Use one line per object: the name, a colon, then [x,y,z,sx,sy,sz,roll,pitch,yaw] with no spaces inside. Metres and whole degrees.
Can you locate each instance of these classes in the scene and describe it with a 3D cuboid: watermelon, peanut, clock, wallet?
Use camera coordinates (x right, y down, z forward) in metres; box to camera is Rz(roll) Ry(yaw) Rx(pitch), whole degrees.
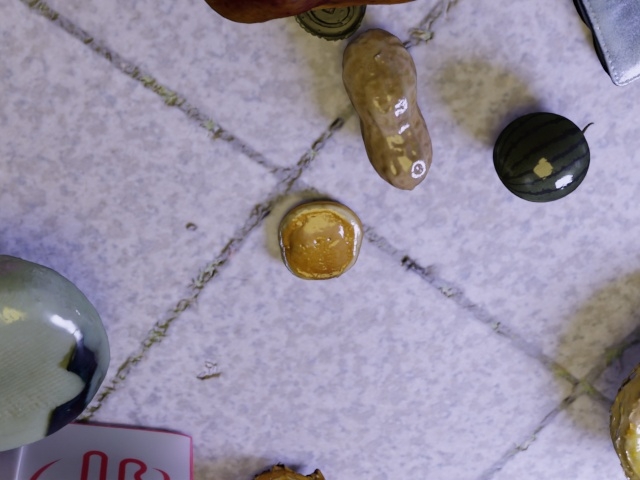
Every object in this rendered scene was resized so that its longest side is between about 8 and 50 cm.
watermelon: [0.263,-0.101,1.411,0.133,0.105,0.105,-29,120,-15]
peanut: [0.078,-0.142,1.376,0.089,0.089,0.193,-18,119,5]
clock: [0.009,-0.256,1.349,0.083,0.010,0.074,18,117,-15]
wallet: [0.392,-0.280,1.354,0.222,0.036,0.167,-24,119,8]

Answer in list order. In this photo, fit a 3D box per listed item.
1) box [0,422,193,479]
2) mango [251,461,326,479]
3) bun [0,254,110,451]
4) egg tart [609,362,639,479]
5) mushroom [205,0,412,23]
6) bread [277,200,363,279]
box: [-0.324,0.432,1.538,0.300,0.312,0.314,8,118,-10]
mango: [-0.089,0.408,1.652,0.154,0.126,0.252,40,110,-11]
bun: [-0.391,0.117,1.444,0.283,0.179,0.283,-13,138,-12]
egg tart: [0.514,0.209,1.596,0.315,0.120,0.315,-3,118,-5]
mushroom: [0.003,-0.369,1.191,0.345,0.259,0.345,-21,131,-26]
bread: [0.000,0.000,1.485,0.110,0.024,0.110,-2,120,-4]
